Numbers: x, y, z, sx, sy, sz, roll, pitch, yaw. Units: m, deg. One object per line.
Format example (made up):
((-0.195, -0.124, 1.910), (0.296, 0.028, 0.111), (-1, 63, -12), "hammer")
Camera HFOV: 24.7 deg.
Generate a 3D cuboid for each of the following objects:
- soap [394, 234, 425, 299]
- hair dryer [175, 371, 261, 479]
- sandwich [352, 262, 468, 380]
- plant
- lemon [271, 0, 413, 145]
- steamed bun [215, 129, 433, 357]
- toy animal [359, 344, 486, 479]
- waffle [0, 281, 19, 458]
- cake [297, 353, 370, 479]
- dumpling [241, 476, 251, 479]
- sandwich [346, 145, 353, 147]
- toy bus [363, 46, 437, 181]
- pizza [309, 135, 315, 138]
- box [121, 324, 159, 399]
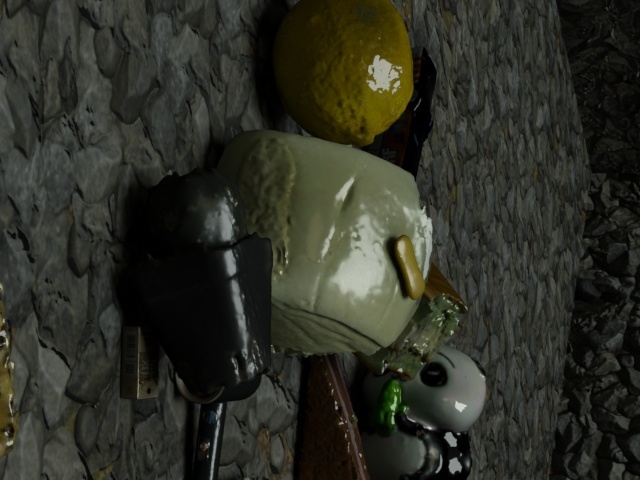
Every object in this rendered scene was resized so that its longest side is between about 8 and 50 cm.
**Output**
((0.111, 0.034, 1.831), (0.034, 0.012, 0.089), (-39, 120, -38), "soap")
((-0.135, 0.258, 1.820), (0.128, 0.070, 0.255), (6, 91, -70), "hair dryer")
((0.115, 0.097, 2.203), (0.155, 0.198, 0.227), (-51, 162, 15), "sandwich")
((-0.135, 0.046, 1.673), (0.164, 0.142, 0.256), (-5, 85, -70), "plant")
((0.032, -0.249, 2.043), (0.204, 0.204, 0.260), (50, 24, -60), "lemon")
((0.000, 0.000, 1.878), (0.273, 0.272, 0.290), (34, 55, -65), "steamed bun")
((0.159, 0.296, 2.393), (0.212, 0.213, 0.266), (17, 79, -69), "toy animal")
((-0.374, 0.092, 1.094), (0.376, 0.114, 0.260), (-29, 115, -67), "waffle")
((0.011, 0.297, 2.189), (0.116, 0.113, 0.295), (45, 36, -69), "cake")
((-0.065, 0.429, 1.942), (0.179, 0.131, 0.252), (-76, 143, -85), "dumpling")
((0.024, -0.172, 2.268), (0.105, 0.036, 0.093), (69, 28, -47), "sandwich")
((0.127, -0.146, 2.462), (0.093, 0.092, 0.408), (60, 36, -50), "toy bus")
((0.015, -0.095, 2.114), (0.069, 0.194, 0.154), (-45, 132, 2), "pizza")
((-0.205, 0.138, 1.664), (0.053, 0.024, 0.083), (4, 85, -70), "box")
